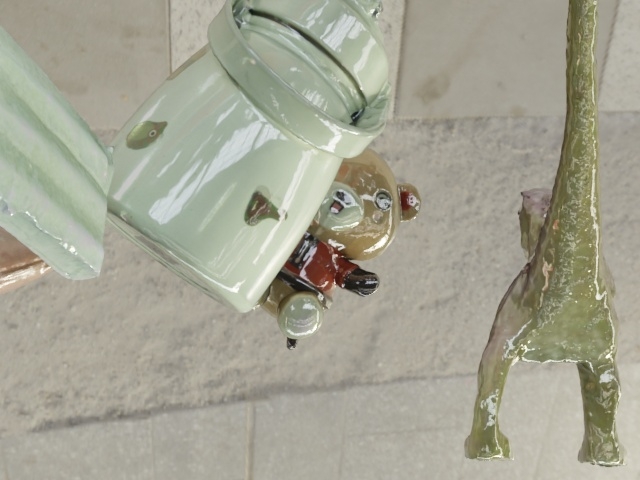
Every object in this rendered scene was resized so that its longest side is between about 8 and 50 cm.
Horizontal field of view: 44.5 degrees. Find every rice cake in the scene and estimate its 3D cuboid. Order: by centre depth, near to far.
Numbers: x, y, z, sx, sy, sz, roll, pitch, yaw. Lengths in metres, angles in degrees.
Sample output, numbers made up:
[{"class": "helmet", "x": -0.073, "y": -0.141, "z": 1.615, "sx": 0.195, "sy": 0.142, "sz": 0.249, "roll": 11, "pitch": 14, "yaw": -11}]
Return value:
[{"class": "rice cake", "x": -0.212, "y": -0.069, "z": 0.535, "sx": 0.043, "sy": 0.127, "sz": 0.237, "roll": -8, "pitch": 152, "yaw": 16}]

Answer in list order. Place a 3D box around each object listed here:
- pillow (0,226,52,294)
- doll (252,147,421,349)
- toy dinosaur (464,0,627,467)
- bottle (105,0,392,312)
[{"class": "pillow", "x": -0.417, "y": 0.027, "z": 0.820, "sx": 0.223, "sy": 0.236, "sz": 0.084, "roll": -19, "pitch": 115, "yaw": -52}, {"class": "doll", "x": 0.000, "y": 0.000, "z": 1.220, "sx": 0.235, "sy": 0.174, "sz": 0.330, "roll": 31, "pitch": 77, "yaw": 9}, {"class": "toy dinosaur", "x": 0.113, "y": 0.010, "z": 0.388, "sx": 0.072, "sy": 0.200, "sz": 0.251, "roll": 0, "pitch": 162, "yaw": 22}, {"class": "bottle", "x": -0.054, "y": -0.121, "z": 0.784, "sx": 0.229, "sy": 0.229, "sz": 0.352, "roll": 42, "pitch": 78, "yaw": -28}]
